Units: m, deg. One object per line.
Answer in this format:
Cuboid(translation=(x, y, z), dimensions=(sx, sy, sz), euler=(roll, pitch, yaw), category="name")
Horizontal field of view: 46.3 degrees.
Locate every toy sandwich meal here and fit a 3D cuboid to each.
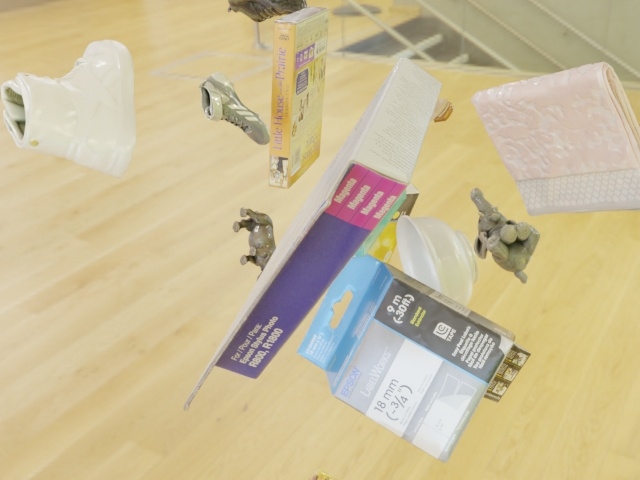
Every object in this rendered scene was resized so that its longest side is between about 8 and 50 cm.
Cuboid(translation=(0.281, -0.304, 1.783), dimensions=(0.085, 0.029, 0.085), euler=(-43, 19, 18), category="toy sandwich meal")

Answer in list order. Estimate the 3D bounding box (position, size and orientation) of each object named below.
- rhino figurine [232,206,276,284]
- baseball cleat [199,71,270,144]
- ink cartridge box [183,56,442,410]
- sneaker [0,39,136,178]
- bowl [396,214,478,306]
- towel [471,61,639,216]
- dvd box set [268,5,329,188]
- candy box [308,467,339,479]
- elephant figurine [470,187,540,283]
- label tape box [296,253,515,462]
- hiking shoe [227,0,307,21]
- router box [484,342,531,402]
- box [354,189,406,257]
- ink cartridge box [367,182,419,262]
Cuboid(translation=(-0.151, 0.036, 1.924), dimensions=(0.073, 0.243, 0.106), euler=(-21, -13, 39), category="rhino figurine")
Cuboid(translation=(-0.206, -0.286, 1.734), dimensions=(0.072, 0.206, 0.109), euler=(-20, 25, 51), category="baseball cleat")
Cuboid(translation=(0.000, 0.000, 0.806), dimensions=(0.071, 0.324, 0.330), euler=(32, 38, -5), category="ink cartridge box")
Cuboid(translation=(-0.361, -0.219, 1.066), dimensions=(0.169, 0.108, 0.292), euler=(14, 37, -30), category="sneaker")
Cuboid(translation=(0.307, 0.061, 1.884), dimensions=(0.134, 0.298, 0.298), euler=(-18, 29, -9), category="bowl")
Cuboid(translation=(0.490, -0.188, 1.510), dimensions=(0.053, 0.317, 0.332), euler=(-41, 21, -27), category="towel")
Cuboid(translation=(-0.055, -0.381, 1.965), dimensions=(0.062, 0.420, 0.307), euler=(10, 27, 13), category="dvd box set")
Cuboid(translation=(0.048, 0.543, 1.459), dimensions=(0.186, 0.053, 0.109), euler=(31, 35, -2), category="candy box")
Cuboid(translation=(0.525, -0.019, 2.206), dimensions=(0.169, 0.186, 0.239), euler=(21, 11, -26), category="elephant figurine")
Cuboid(translation=(0.131, 0.190, 1.302), dimensions=(0.333, 0.241, 0.106), euler=(29, 10, 14), category="label tape box")
Cuboid(translation=(-0.149, -0.657, 2.079), dimensions=(0.227, 0.114, 0.086), euler=(12, 70, -1), category="hiking shoe")
Cuboid(translation=(0.353, 0.261, 1.576), dimensions=(0.179, 0.133, 0.046), euler=(28, 7, -43), category="router box")
Cuboid(translation=(0.073, -0.058, 1.351), dimensions=(0.100, 0.060, 0.244), euler=(8, 31, 22), category="box")
Cuboid(translation=(0.146, -0.041, 2.440), dimensions=(0.307, 0.304, 0.072), euler=(-9, 44, -36), category="ink cartridge box")
